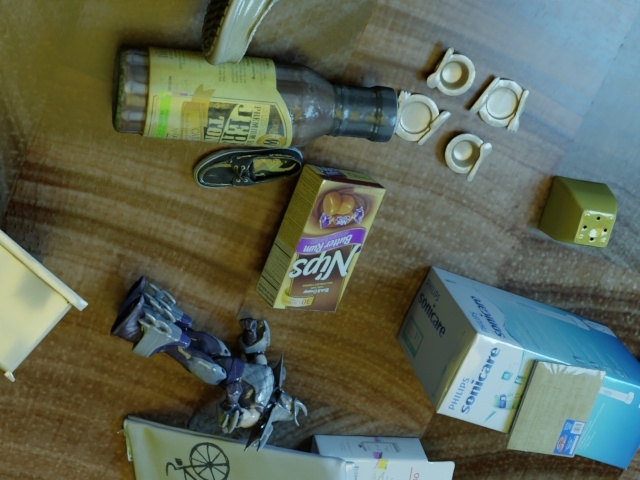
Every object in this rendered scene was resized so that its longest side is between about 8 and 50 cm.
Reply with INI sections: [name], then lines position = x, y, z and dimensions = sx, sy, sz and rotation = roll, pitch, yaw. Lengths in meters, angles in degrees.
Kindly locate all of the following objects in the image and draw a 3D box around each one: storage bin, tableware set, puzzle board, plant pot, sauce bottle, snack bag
[storage bin]
position = -0.435, 0.011, 1.491
dimensions = 0.262, 0.260, 0.123
rotation = 43, 81, -24
[tableware set]
position = 0.181, -0.167, 1.670
dimensions = 0.169, 0.020, 0.141
rotation = 28, 105, -22
[puzzle board]
position = 0.296, 0.213, 1.624
dimensions = 0.096, 0.011, 0.128
rotation = 10, 111, -17
[plant pot]
position = 0.355, -0.030, 1.730
dimensions = 0.081, 0.083, 0.081
rotation = 8, 111, -16
[sauce bottle]
position = -0.078, -0.169, 1.564
dimensions = 0.344, 0.111, 0.111
rotation = 3, 112, -12
[snack bag]
position = -0.106, 0.402, 1.759
dimensions = 0.342, 0.037, 0.323
rotation = 7, 117, 23

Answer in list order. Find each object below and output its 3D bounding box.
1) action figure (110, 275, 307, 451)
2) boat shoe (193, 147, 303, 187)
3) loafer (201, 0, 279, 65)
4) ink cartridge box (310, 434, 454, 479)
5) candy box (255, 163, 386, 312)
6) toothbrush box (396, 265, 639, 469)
[action figure]
position = -0.134, 0.160, 1.665
dimensions = 0.285, 0.185, 0.099
rotation = 33, 116, -15
[boat shoe]
position = -0.091, -0.093, 1.632
dimensions = 0.142, 0.040, 0.049
rotation = -11, 115, -7
[loafer]
position = -0.050, -0.316, 1.495
dimensions = 0.092, 0.102, 0.268
rotation = 27, 92, -22
[ink cartridge box]
position = 0.083, 0.346, 1.842
dimensions = 0.198, 0.067, 0.115
rotation = 4, 112, -12
[candy box]
position = 0.000, 0.000, 1.667
dimensions = 0.109, 0.053, 0.186
rotation = 6, 115, -39
[toothbrush box]
position = 0.277, 0.168, 1.725
dimensions = 0.295, 0.216, 0.126
rotation = 19, 107, -20
